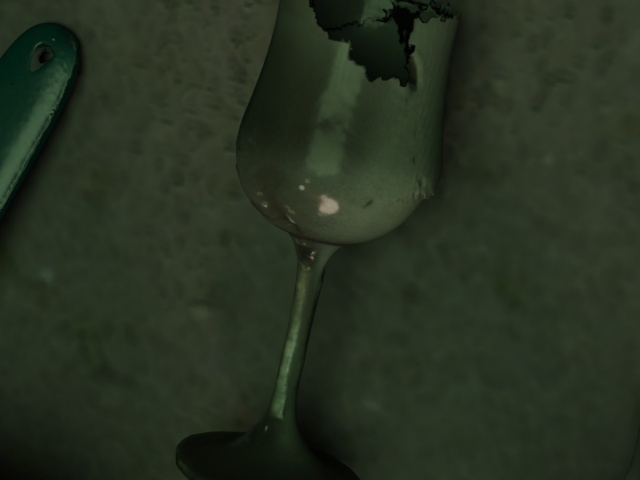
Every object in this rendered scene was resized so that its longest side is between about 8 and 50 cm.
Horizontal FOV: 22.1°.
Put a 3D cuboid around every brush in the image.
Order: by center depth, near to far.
[{"bbox_3d":[-0.156,-0.007,0.702,0.043,0.032,0.193,33,93,16],"label":"brush"}]

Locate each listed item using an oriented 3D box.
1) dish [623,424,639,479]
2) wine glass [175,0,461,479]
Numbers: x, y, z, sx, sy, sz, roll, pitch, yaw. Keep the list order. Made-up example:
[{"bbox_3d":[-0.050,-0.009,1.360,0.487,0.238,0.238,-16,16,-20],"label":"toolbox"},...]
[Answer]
[{"bbox_3d":[0.207,0.100,0.548,0.224,0.078,0.246,-31,76,13],"label":"dish"},{"bbox_3d":[0.000,0.000,0.624,0.079,0.079,0.195,15,102,15],"label":"wine glass"}]
